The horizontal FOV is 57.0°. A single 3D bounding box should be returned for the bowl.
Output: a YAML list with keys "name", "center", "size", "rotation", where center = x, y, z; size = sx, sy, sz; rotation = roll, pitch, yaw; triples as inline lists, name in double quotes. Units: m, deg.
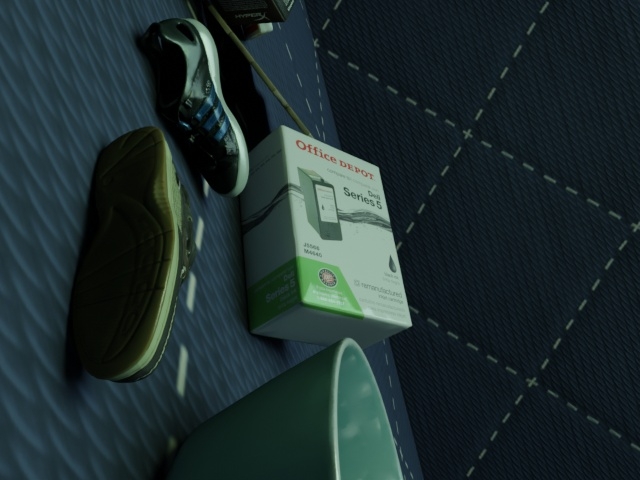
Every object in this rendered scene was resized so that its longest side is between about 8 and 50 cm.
- name: "bowl"
  center: [-0.021, 0.246, 0.466]
  size: [0.311, 0.163, 0.311]
  rotation: [-15, 90, -80]

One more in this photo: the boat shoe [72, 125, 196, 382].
- name: "boat shoe"
  center: [-0.128, 0.008, 0.446]
  size: [0.073, 0.080, 0.223]
  rotation: [56, 17, -50]

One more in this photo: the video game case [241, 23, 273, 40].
- name: "video game case"
  center: [-0.143, -0.492, 0.998]
  size: [0.204, 0.025, 0.285]
  rotation: [-133, -152, -69]

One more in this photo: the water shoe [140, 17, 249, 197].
- name: "water shoe"
  center: [-0.144, -0.139, 0.654]
  size: [0.080, 0.073, 0.203]
  rotation: [-31, 109, -52]

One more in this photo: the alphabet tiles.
- name: "alphabet tiles"
  center: [-0.074, -0.244, 0.983]
  size: [0.285, 0.011, 0.342]
  rotation: [54, 5, 14]

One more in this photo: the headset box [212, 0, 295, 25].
- name: "headset box"
  center: [-0.114, -0.473, 0.776]
  size: [0.293, 0.110, 0.218]
  rotation: [49, 56, -52]

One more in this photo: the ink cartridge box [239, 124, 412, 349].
- name: "ink cartridge box"
  center: [0.000, 0.000, 0.831]
  size: [0.198, 0.115, 0.272]
  rotation: [17, 52, -38]
